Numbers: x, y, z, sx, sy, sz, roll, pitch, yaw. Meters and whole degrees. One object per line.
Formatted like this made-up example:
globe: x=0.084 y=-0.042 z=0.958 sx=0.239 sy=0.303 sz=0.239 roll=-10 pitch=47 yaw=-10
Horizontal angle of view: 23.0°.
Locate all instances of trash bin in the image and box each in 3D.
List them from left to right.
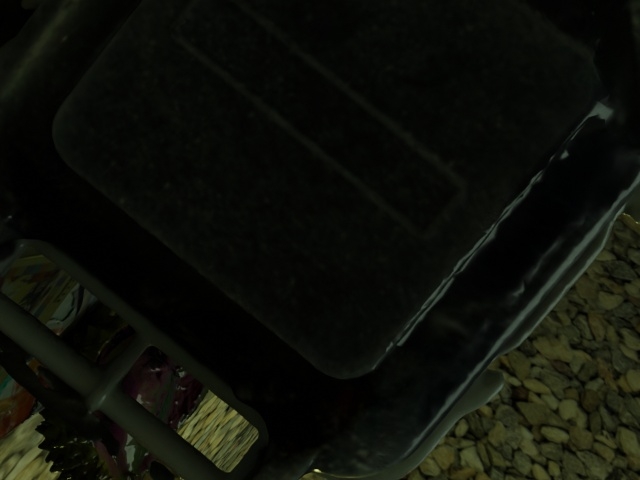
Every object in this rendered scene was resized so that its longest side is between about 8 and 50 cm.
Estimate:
trash bin: x=0.005 y=-0.056 z=0.766 sx=0.296 sy=0.256 sz=0.368 roll=-52 pitch=180 yaw=10

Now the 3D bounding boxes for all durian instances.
durian: x=-0.160 y=0.099 z=1.156 sx=0.187 sy=0.119 sz=0.108 roll=-59 pitch=141 yaw=-37

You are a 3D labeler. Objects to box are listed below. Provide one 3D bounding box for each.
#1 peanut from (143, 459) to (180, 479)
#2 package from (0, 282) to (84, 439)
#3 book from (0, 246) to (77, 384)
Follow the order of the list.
peanut: x=-0.201 y=0.277 z=1.742 sx=0.093 sy=0.083 sz=0.194 roll=-48 pitch=172 yaw=-6
package: x=-0.203 y=0.090 z=0.979 sx=0.166 sy=0.040 sz=0.232 roll=-43 pitch=169 yaw=-38
book: x=-0.212 y=0.069 z=0.817 sx=0.168 sy=0.013 sz=0.192 roll=-52 pitch=164 yaw=19
